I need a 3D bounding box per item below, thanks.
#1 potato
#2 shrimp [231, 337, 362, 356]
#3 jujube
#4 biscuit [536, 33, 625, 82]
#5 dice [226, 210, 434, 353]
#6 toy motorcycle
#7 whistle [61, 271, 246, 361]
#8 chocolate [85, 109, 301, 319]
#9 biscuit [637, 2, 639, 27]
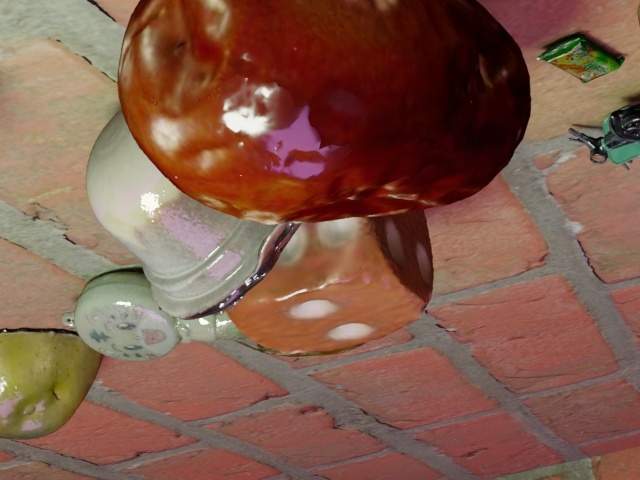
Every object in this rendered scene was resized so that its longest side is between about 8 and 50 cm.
[{"bbox_3d":[-0.369,0.189,1.717,0.182,0.117,0.202,-30,151,36],"label":"potato"},{"bbox_3d":[-0.047,0.086,1.663,0.233,0.071,0.365,-7,161,12],"label":"shrimp"},{"bbox_3d":[0.013,-0.112,0.973,0.223,0.223,0.318,-27,157,39],"label":"jujube"},{"bbox_3d":[0.230,-0.158,1.202,0.046,0.016,0.089,-23,155,33],"label":"biscuit"},{"bbox_3d":[0.000,0.000,1.294,0.174,0.174,0.179,-15,160,17],"label":"dice"},{"bbox_3d":[0.328,-0.099,1.345,0.173,0.058,0.100,4,161,-37],"label":"toy motorcycle"},{"bbox_3d":[-0.165,0.083,1.542,0.258,0.067,0.126,0,142,9],"label":"whistle"},{"bbox_3d":[-0.116,-0.045,1.139,0.221,0.221,0.147,-25,140,35],"label":"chocolate"},{"bbox_3d":[0.366,-0.230,1.008,0.290,0.062,0.237,-16,158,17],"label":"biscuit"}]
